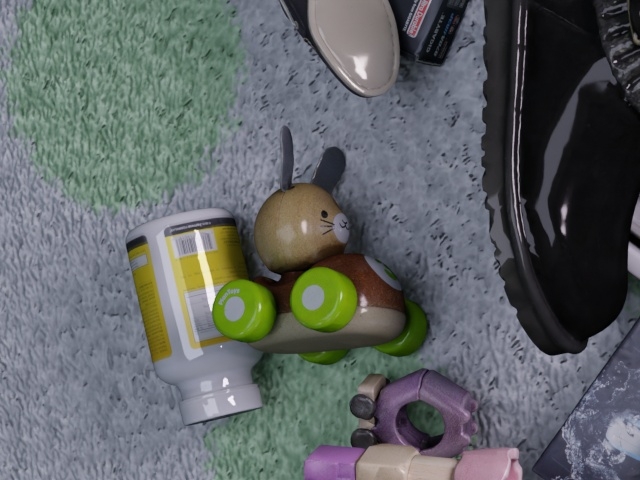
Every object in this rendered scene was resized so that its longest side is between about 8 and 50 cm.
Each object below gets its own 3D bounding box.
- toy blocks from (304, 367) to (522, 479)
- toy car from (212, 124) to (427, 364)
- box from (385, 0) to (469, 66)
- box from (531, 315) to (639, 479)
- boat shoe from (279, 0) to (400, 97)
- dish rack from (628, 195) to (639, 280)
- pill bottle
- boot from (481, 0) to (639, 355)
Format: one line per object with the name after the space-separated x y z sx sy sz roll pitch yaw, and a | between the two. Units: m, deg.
0.124 0.282 1.267 0.260 0.309 0.289 2 105 17 | toy blocks
0.000 0.000 1.399 0.149 0.155 0.188 -9 73 29 | toy car
0.067 -0.284 1.405 0.175 0.051 0.220 30 104 26 | box
0.275 0.153 1.252 0.156 0.093 0.158 36 108 13 | box
0.003 -0.207 1.390 0.206 0.075 0.065 61 160 9 | boat shoe
0.362 -0.061 1.229 0.333 0.072 0.285 38 109 24 | dish rack
-0.109 0.070 1.476 0.103 0.103 0.184 -17 82 28 | pill bottle
0.254 -0.094 1.177 0.260 0.131 0.348 -4 87 30 | boot
